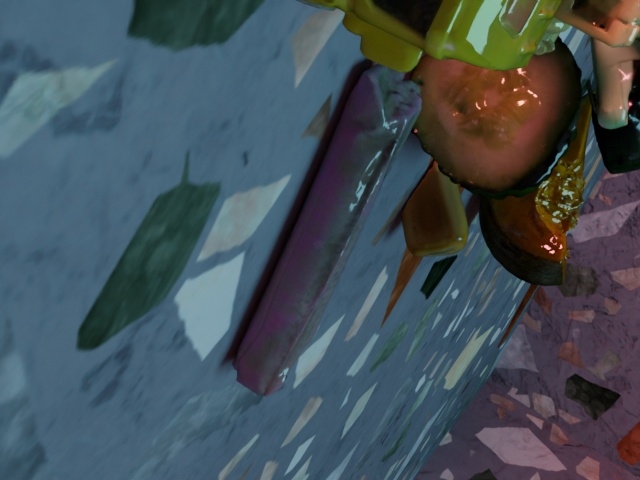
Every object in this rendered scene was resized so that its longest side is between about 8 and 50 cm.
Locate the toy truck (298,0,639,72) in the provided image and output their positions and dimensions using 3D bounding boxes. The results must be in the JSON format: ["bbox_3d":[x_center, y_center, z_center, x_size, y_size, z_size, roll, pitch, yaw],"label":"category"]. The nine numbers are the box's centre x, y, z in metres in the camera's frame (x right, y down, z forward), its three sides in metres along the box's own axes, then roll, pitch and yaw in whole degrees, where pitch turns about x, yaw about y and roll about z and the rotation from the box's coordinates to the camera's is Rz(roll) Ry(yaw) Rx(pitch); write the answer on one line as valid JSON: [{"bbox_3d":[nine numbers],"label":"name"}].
[{"bbox_3d":[0.088,-0.147,0.471,0.272,0.157,0.124,-24,142,-64],"label":"toy truck"}]

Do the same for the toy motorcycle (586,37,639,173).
[{"bbox_3d":[0.239,-0.181,0.696,0.331,0.125,0.196,-87,158,-44],"label":"toy motorcycle"}]

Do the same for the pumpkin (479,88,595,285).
[{"bbox_3d":[0.275,-0.073,1.238,0.131,0.126,0.248,39,65,-66],"label":"pumpkin"}]

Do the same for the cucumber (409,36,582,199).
[{"bbox_3d":[0.150,-0.094,0.813,0.134,0.134,0.244,-59,169,5],"label":"cucumber"}]

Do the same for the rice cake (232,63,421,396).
[{"bbox_3d":[0.001,0.000,0.683,0.055,0.049,0.270,-75,-171,-65],"label":"rice cake"}]

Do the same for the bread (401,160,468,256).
[{"bbox_3d":[0.109,-0.033,0.947,0.062,0.103,0.049,-17,157,14],"label":"bread"}]
